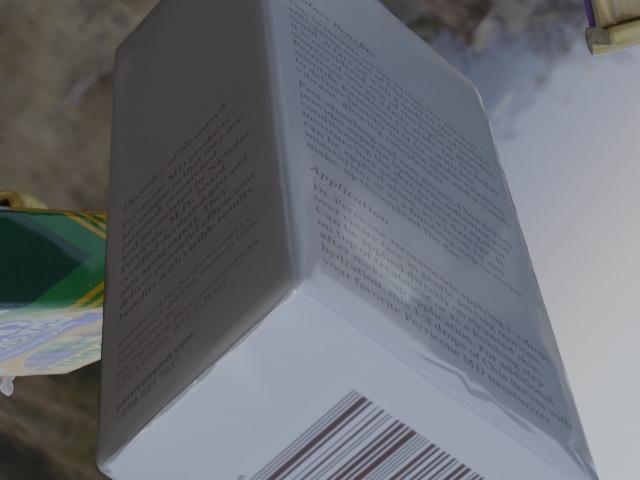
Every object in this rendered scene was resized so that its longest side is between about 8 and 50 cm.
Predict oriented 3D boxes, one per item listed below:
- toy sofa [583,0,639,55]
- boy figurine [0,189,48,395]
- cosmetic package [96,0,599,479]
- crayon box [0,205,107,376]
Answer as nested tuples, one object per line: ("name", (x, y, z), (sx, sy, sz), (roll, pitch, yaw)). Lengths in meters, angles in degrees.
("toy sofa", (0.266, -0.351, 1.494), (0.150, 0.362, 0.177), (-15, -173, -1))
("boy figurine", (-0.338, 0.078, 1.605), (0.285, 0.177, 0.092), (-52, 154, -13))
("cosmetic package", (0.000, 0.000, 1.073), (0.161, 0.230, 0.453), (-43, -153, 22))
("crayon box", (-0.228, 0.045, 1.370), (0.203, 0.083, 0.323), (-24, 164, 37))
